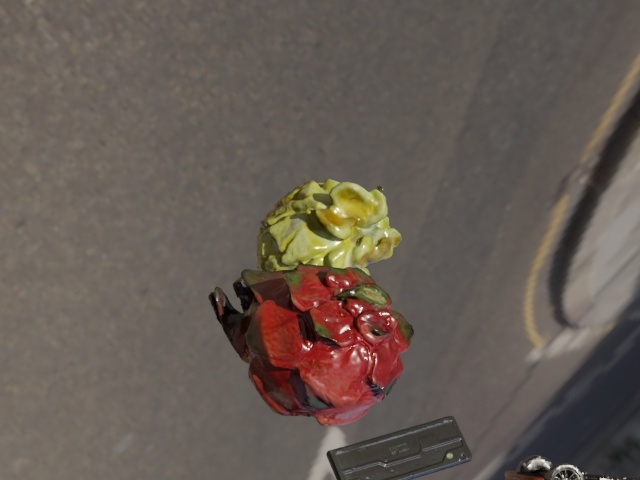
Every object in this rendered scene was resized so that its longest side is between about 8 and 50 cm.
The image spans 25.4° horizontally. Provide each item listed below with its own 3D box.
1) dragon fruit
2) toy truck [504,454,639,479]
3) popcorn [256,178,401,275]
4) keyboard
[{"bbox_3d":[-0.002,0.068,1.024,0.121,0.130,0.142,-31,-171,-13],"label":"dragon fruit"},{"bbox_3d":[0.333,0.305,1.580,0.107,0.252,0.114,164,-69,-78],"label":"toy truck"},{"bbox_3d":[0.000,0.000,1.463,0.141,0.135,0.162,-21,148,-16],"label":"popcorn"},{"bbox_3d":[0.079,0.214,1.412,0.155,0.053,0.010,-10,155,-29],"label":"keyboard"}]
